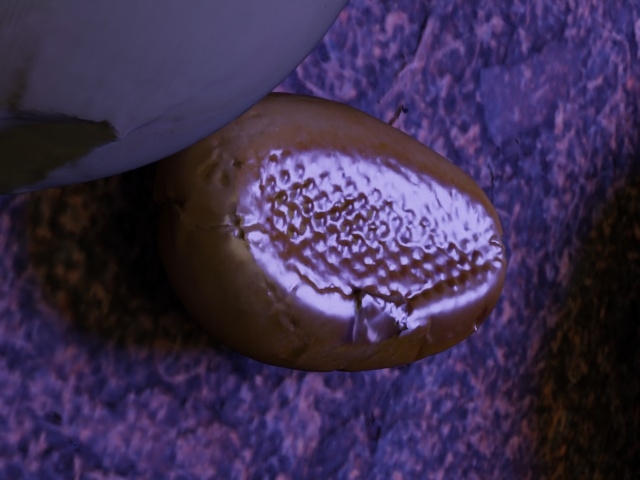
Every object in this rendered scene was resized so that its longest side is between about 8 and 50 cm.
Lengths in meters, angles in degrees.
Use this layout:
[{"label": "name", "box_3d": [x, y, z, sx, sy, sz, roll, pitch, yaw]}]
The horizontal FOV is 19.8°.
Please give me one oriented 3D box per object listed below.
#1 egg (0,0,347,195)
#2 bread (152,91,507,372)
[{"label": "egg", "box_3d": [-0.102, -0.122, 0.538, 0.269, 0.219, 0.219, 15, 85, -35]}, {"label": "bread", "box_3d": [0.000, 0.000, 0.770, 0.189, 0.077, 0.114, 13, 66, -46]}]
